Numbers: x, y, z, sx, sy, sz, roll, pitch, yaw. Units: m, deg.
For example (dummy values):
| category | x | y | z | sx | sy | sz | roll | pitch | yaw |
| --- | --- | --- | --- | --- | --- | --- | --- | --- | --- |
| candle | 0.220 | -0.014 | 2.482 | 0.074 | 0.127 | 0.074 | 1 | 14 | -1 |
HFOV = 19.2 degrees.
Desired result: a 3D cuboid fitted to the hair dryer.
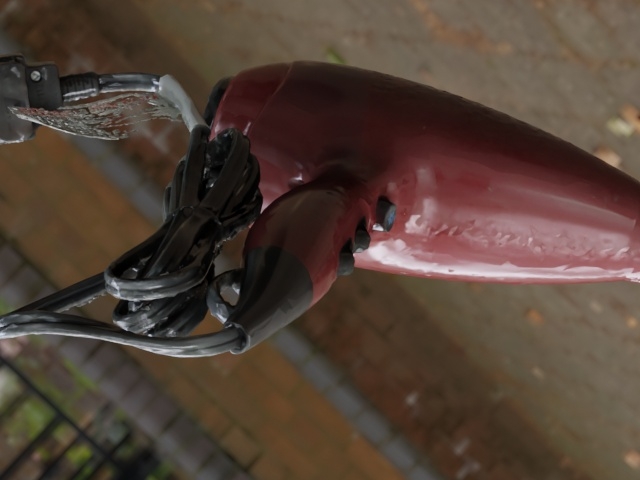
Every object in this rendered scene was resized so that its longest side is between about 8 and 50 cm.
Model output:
| category | x | y | z | sx | sy | sz | roll | pitch | yaw |
| --- | --- | --- | --- | --- | --- | --- | --- | --- | --- |
| hair dryer | 0.000 | 0.000 | 0.701 | 0.223 | 0.293 | 0.080 | -128 | 41 | -51 |
